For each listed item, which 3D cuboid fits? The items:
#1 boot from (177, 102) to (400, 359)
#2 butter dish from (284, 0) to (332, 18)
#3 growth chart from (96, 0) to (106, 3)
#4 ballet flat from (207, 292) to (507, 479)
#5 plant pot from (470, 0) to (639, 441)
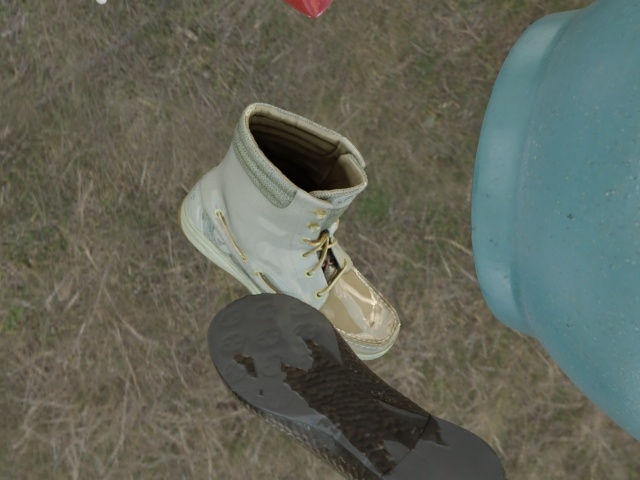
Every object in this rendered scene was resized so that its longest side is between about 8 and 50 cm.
[{"bbox_3d":[0.000,0.000,0.700,0.213,0.077,0.165,38,145,-5],"label":"boot"},{"bbox_3d":[-0.015,-0.366,1.032,0.160,0.118,0.160,36,124,2],"label":"butter dish"},{"bbox_3d":[-0.408,-0.449,1.346,0.237,0.021,0.172,9,101,-11],"label":"growth chart"},{"bbox_3d":[0.016,0.108,0.570,0.084,0.250,0.058,-43,137,-21],"label":"ballet flat"},{"bbox_3d":[0.197,-0.022,0.445,0.293,0.196,0.293,-21,116,-51],"label":"plant pot"}]
